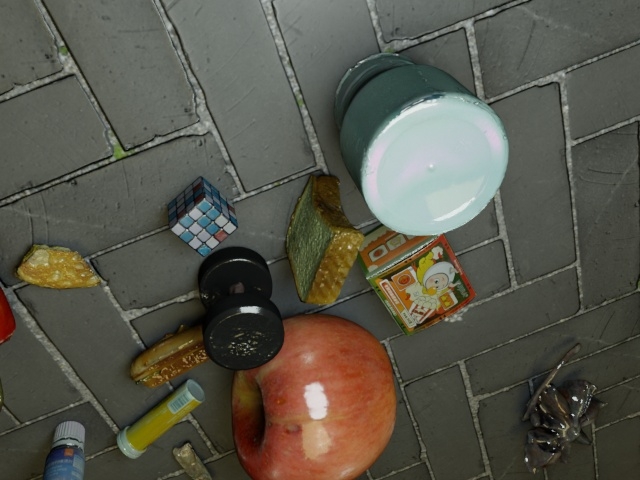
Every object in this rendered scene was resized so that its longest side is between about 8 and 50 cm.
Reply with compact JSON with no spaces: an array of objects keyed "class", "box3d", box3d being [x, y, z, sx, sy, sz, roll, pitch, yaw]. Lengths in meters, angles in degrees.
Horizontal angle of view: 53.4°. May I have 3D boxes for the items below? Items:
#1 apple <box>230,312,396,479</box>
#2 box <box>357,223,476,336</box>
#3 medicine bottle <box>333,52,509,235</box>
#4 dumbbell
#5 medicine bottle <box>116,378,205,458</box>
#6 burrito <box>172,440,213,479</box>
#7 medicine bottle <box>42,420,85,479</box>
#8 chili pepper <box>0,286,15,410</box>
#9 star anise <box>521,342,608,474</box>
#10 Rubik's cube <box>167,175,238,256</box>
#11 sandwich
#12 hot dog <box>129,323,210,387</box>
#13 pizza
[{"class":"apple","box3d":[-0.009,0.335,1.336,0.363,0.364,0.364,-7,123,-10]},{"class":"box","box3d":[0.195,0.062,1.334,0.177,0.148,0.195,-31,124,5]},{"class":"medicine bottle","box3d":[0.147,-0.183,1.081,0.244,0.290,0.245,-7,125,-10]},{"class":"dumbbell","box3d":[-0.158,0.129,1.241,0.152,0.218,0.153,-7,122,-10]},{"class":"medicine bottle","box3d":[-0.362,0.406,1.454,0.218,0.074,0.074,-39,123,10]},{"class":"burrito","box3d":[-0.313,0.566,1.587,0.051,0.042,0.171,-17,123,9]},{"class":"medicine bottle","box3d":[-0.551,0.487,1.376,0.083,0.203,0.084,-6,121,-10]},{"class":"chili pepper","box3d":[-0.641,0.147,1.181,0.134,0.131,0.338,-32,124,-24]},{"class":"star anise","box3d":[0.654,0.469,1.738,0.315,0.139,0.360,33,93,-38]},{"class":"Rubik's cube","box3d":[-0.221,-0.045,1.190,0.092,0.092,0.092,-40,122,12]},{"class":"sandwich","box3d":[0.000,0.000,1.202,0.065,0.215,0.186,10,119,-22]},{"class":"hot dog","box3d":[-0.303,0.237,1.365,0.250,0.076,0.104,-27,144,8]},{"class":"pizza","box3d":[-0.499,0.050,1.213,0.160,0.036,0.099,5,121,-18]}]
